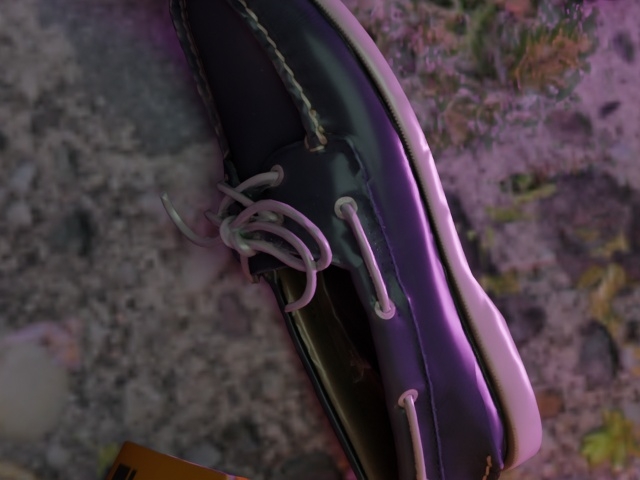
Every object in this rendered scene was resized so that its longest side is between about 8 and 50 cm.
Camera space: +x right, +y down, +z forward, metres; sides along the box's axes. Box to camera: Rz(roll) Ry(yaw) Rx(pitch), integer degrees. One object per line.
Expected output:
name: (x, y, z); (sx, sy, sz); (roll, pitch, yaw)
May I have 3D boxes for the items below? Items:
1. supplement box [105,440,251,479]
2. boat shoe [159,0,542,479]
supplement box: (0.054, 0.241, 0.610); (0.357, 0.195, 0.194); (30, 79, -14)
boat shoe: (0.000, 0.000, 0.665); (0.079, 0.095, 0.254); (-33, 105, -27)
